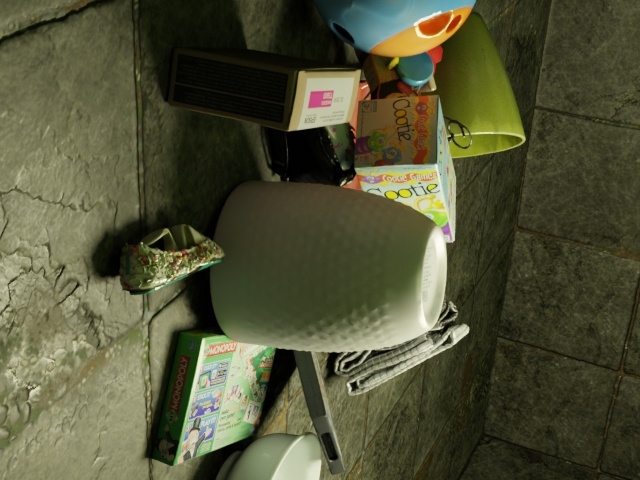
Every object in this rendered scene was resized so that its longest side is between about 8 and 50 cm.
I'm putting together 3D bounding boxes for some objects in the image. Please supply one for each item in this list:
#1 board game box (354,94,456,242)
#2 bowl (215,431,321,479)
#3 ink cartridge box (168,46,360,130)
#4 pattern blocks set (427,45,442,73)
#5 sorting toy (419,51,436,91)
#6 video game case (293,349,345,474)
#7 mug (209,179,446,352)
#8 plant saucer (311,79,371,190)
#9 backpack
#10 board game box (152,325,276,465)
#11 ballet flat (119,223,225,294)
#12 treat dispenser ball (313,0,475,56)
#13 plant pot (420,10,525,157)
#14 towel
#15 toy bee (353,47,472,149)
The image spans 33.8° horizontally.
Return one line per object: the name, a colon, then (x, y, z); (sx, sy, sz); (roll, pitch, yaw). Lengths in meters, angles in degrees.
board game box: (0.156, -0.120, 1.877); (0.275, 0.142, 0.144); (66, 26, -59)
bowl: (-0.118, 0.484, 1.978); (0.298, 0.134, 0.298); (14, 90, -70)
ink cartridge box: (-0.076, -0.220, 1.511); (0.234, 0.193, 0.088); (-20, 122, -65)
pattern blocks set: (0.222, -0.538, 2.194); (0.285, 0.026, 0.325); (42, 66, -46)
sorting toy: (0.153, -0.356, 2.045); (0.046, 0.132, 0.274); (-22, 105, -24)
video game case: (-0.013, 0.277, 2.029); (0.248, 0.035, 0.275); (75, -1, -53)
mug: (0.043, 0.056, 1.756); (0.374, 0.328, 0.276); (30, 66, -67)
plant saucer: (0.032, -0.184, 2.028); (0.259, 0.047, 0.258); (-23, 125, -64)
backpack: (-0.016, -0.187, 1.794); (0.115, 0.152, 0.182); (-64, 145, -42)
board game box: (-0.169, 0.251, 1.807); (0.317, 0.046, 0.213); (2, 101, -69)
ballet flat: (-0.207, 0.017, 1.505); (0.241, 0.091, 0.077); (-26, 106, -68)
treat dispenser ball: (0.123, -0.446, 1.736); (0.288, 0.288, 0.288); (15, 90, -70)
plant pot: (0.309, -0.354, 2.365); (0.275, 0.274, 0.294); (13, 72, -70)
towel: (0.186, 0.232, 2.419); (0.121, 0.283, 0.235); (61, 17, 5)
toy bee: (0.132, -0.282, 1.909); (0.162, 0.298, 0.195); (-27, 150, -22)
